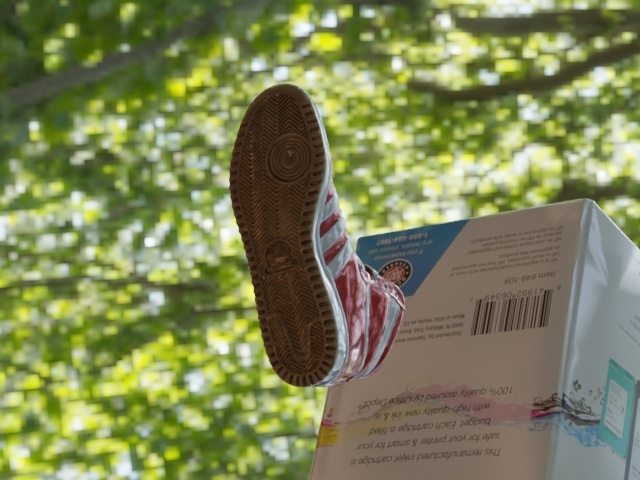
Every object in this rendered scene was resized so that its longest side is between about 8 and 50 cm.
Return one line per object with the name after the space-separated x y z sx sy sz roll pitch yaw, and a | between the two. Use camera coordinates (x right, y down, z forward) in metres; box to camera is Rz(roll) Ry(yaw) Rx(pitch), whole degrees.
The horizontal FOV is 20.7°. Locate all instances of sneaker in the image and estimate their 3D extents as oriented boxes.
0.000 0.000 0.692 0.042 0.067 0.118 -11 -100 25 | sneaker

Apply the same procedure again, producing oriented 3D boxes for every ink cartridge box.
0.131 0.145 1.225 0.198 0.197 0.270 -9 -125 36 | ink cartridge box
